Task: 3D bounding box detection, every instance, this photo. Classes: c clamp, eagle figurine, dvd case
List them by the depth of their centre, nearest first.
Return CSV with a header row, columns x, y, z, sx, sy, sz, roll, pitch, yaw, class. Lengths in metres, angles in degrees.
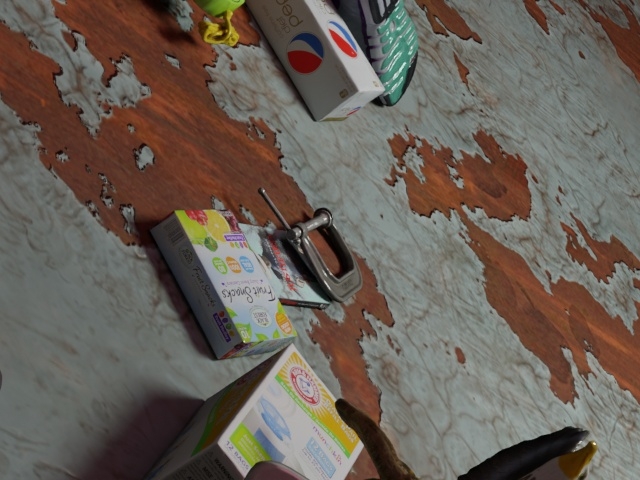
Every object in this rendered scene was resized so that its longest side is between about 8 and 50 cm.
x,y,z,sx,sy,sz,roll,pitch,yaw,class
0.164,0.242,1.541,0.298,0.225,0.226,20,60,-53,eagle figurine
-0.041,0.026,1.869,0.119,0.013,0.087,9,51,-56,dvd case
0.000,0.000,1.939,0.137,0.022,0.161,60,16,6,c clamp

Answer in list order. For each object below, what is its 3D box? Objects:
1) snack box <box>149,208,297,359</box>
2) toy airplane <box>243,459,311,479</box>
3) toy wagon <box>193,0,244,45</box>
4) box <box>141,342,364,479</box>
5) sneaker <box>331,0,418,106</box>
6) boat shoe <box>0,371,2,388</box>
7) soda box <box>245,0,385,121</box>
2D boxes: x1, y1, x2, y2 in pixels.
x,y,z,sx,sy,sz,roll,pitch,yaw,class
-0.089,0.039,1.741,0.100,0.037,0.141,-3,62,-60,snack box
-0.056,0.328,1.151,0.384,0.272,0.386,-11,75,-20,toy airplane
-0.155,-0.368,2.016,0.267,0.068,0.344,0,59,-60,toy wagon
-0.056,0.187,1.539,0.114,0.103,0.203,53,25,-6,box
0.055,-0.258,2.266,0.083,0.098,0.223,-51,150,-27,sneaker
-0.308,0.069,1.252,0.092,0.103,0.285,58,19,18,boat shoe
-0.017,-0.244,2.176,0.216,0.069,0.074,59,25,10,soda box
